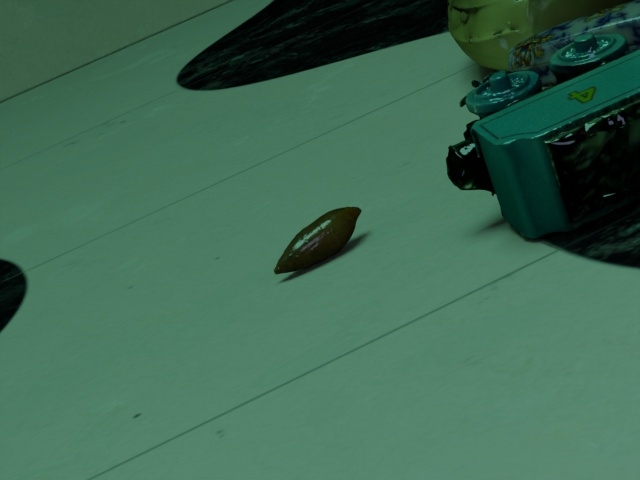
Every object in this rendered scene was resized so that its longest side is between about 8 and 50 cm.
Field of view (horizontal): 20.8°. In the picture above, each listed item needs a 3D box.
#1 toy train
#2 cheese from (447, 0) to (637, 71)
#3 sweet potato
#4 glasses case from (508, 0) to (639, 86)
[{"bbox_3d":[0.197,-0.082,1.313,0.198,0.107,0.154,-24,23,-7],"label":"toy train"},{"bbox_3d":[0.245,-0.263,1.823,0.259,0.128,0.316,-18,20,-15],"label":"cheese"},{"bbox_3d":[0.000,0.000,1.435,0.095,0.034,0.034,-39,21,-21],"label":"sweet potato"},{"bbox_3d":[0.291,-0.185,1.586,0.248,0.065,0.087,-10,10,30],"label":"glasses case"}]
